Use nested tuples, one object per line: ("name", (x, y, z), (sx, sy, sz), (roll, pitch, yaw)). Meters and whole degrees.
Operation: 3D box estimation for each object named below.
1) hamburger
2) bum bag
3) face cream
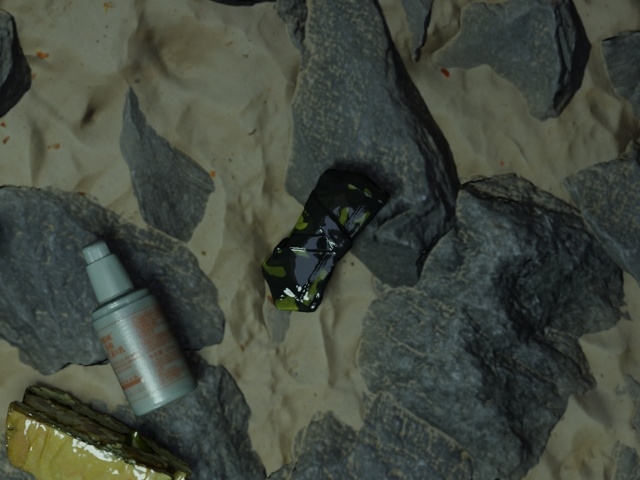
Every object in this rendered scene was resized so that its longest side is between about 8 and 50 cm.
("hamburger", (-0.315, 0.306, 1.866), (0.262, 0.124, 0.130), (25, 104, 2))
("bum bag", (0.000, 0.000, 1.928), (0.107, 0.060, 0.232), (34, 83, 7))
("face cream", (-0.268, 0.115, 1.881), (0.101, 0.101, 0.251), (-26, 89, -5))
